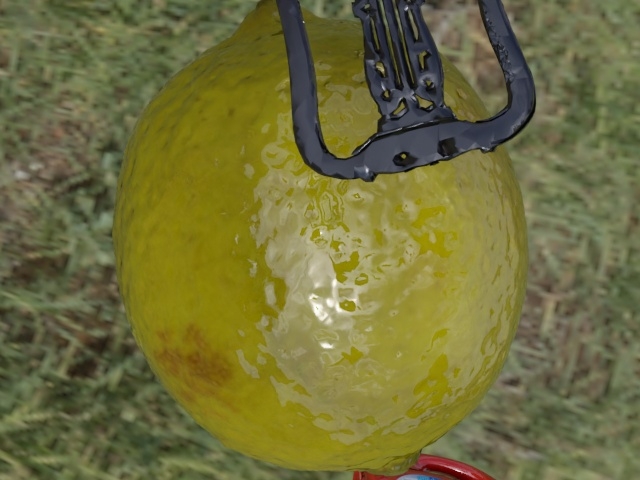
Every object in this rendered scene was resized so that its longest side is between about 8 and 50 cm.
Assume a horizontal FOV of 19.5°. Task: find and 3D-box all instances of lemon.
[{"bbox_3d":[0.001,0.001,1.097,0.267,0.267,0.267,-9,104,-37],"label":"lemon"}]

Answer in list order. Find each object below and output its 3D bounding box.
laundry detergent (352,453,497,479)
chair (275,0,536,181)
[{"bbox_3d":[0.107,0.206,1.387,0.165,0.049,0.097,9,54,-19],"label":"laundry detergent"},{"bbox_3d":[0.024,-0.134,0.813,0.113,0.106,0.229,28,49,-79],"label":"chair"}]
